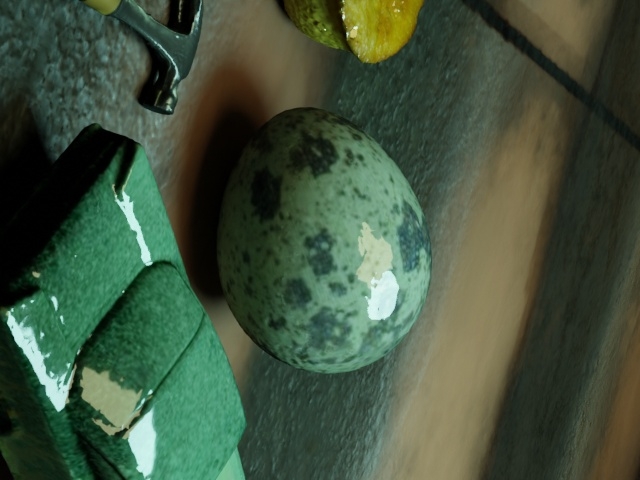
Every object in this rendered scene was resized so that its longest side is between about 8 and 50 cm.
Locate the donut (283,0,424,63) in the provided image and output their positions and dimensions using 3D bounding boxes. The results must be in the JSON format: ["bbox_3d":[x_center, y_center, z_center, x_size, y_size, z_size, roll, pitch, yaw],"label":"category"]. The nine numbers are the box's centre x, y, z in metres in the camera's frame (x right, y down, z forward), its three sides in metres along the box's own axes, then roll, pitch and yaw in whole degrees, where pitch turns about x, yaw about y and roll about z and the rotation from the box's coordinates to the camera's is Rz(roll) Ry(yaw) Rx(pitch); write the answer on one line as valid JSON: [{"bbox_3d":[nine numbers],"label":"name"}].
[{"bbox_3d":[0.023,-0.189,1.239,0.152,0.058,0.152,-39,136,-52],"label":"donut"}]

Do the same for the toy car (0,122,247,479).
[{"bbox_3d":[-0.108,0.099,1.082,0.141,0.097,0.321,-55,147,-34],"label":"toy car"}]

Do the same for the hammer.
[{"bbox_3d":[-0.112,-0.134,1.039,0.201,0.021,0.078,37,70,-63],"label":"hammer"}]

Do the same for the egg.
[{"bbox_3d":[0.000,0.000,1.210,0.132,0.132,0.172,-44,129,-47],"label":"egg"}]
